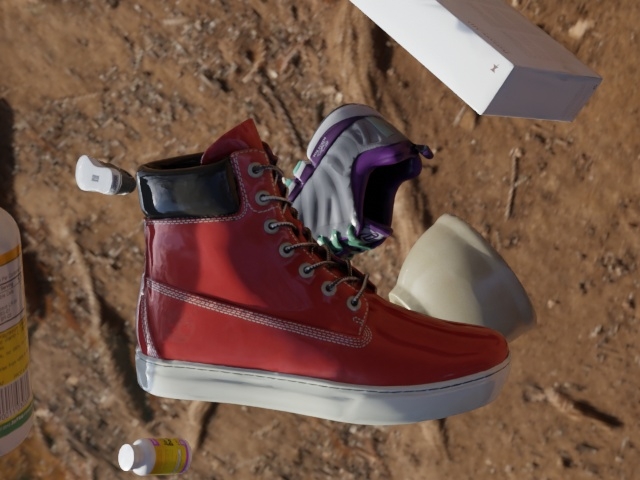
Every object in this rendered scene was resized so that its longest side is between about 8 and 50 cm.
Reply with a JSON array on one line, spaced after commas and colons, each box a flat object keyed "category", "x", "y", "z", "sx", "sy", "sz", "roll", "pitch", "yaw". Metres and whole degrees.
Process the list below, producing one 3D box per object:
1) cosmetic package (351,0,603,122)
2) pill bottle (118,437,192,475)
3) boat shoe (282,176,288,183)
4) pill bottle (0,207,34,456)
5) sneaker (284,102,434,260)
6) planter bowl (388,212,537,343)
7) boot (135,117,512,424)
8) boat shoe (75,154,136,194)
[{"category": "cosmetic package", "x": 0.224, "y": -0.335, "z": 1.543, "sx": 0.377, "sy": 0.284, "sz": 0.097, "roll": 48, "pitch": 119, "yaw": 28}, {"category": "pill bottle", "x": -0.198, "y": 0.258, "z": 1.169, "sx": 0.043, "sy": 0.043, "sz": 0.083, "roll": -18, "pitch": 160, "yaw": 40}, {"category": "boat shoe", "x": -0.017, "y": 0.021, "z": 1.276, "sx": 0.079, "sy": 0.255, "sz": 0.095, "roll": 5, "pitch": 133, "yaw": -19}, {"category": "pill bottle", "x": -0.261, "y": 0.039, "z": 0.664, "sx": 0.117, "sy": 0.117, "sz": 0.208, "roll": 8, "pitch": 108, "yaw": 25}, {"category": "sneaker", "x": 0.000, "y": 0.000, "z": 0.784, "sx": 0.083, "sy": 0.224, "sz": 0.098, "roll": 22, "pitch": -169, "yaw": -44}, {"category": "planter bowl", "x": 0.146, "y": 0.066, "z": 1.092, "sx": 0.162, "sy": 0.109, "sz": 0.162, "roll": 51, "pitch": 172, "yaw": 10}, {"category": "boot", "x": 0.002, "y": 0.015, "z": 0.614, "sx": 0.244, "sy": 0.088, "sz": 0.176, "roll": 4, "pitch": 104, "yaw": 6}, {"category": "boat shoe", "x": -0.306, "y": -0.088, "z": 1.385, "sx": 0.142, "sy": 0.040, "sz": 0.049, "roll": 23, "pitch": 102, "yaw": 53}]
